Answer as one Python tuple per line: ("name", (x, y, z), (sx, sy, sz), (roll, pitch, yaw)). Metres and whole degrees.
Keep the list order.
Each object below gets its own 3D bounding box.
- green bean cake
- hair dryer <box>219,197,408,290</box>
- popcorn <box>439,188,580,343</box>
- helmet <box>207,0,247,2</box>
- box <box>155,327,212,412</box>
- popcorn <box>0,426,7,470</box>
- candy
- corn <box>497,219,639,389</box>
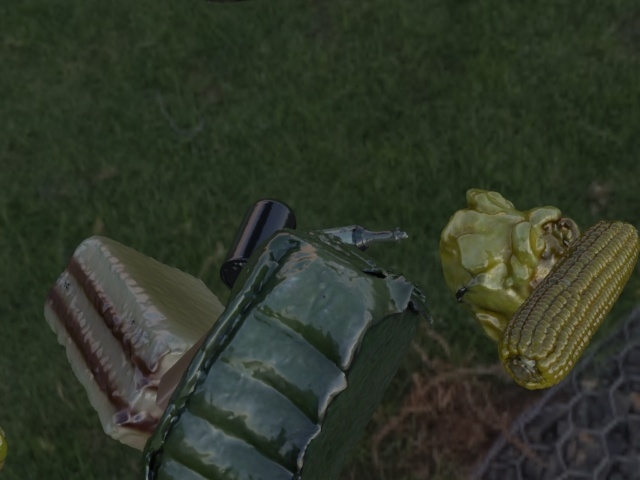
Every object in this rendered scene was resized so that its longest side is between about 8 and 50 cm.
("green bean cake", (-0.021, 0.099, 0.944), (0.125, 0.227, 0.222), (32, 97, 7))
("hair dryer", (0.000, 0.000, 1.345), (0.197, 0.057, 0.100), (-5, 43, 28))
("popcorn", (0.302, 0.046, 2.127), (0.215, 0.286, 0.252), (-54, 32, -13))
("helmet", (-0.084, -0.289, 1.355), (0.177, 0.107, 0.153), (-35, 21, -35))
("box", (-0.111, 0.116, 1.268), (0.025, 0.115, 0.048), (35, 27, -21))
("popcorn", (-0.292, 0.218, 0.725), (0.290, 0.321, 0.326), (-10, 63, -32))
("candy", (-0.186, 0.122, 1.553), (0.135, 0.179, 0.321), (-56, 33, 9))
("corn", (0.258, 0.058, 1.389), (0.080, 0.080, 0.231), (23, 53, 24))
